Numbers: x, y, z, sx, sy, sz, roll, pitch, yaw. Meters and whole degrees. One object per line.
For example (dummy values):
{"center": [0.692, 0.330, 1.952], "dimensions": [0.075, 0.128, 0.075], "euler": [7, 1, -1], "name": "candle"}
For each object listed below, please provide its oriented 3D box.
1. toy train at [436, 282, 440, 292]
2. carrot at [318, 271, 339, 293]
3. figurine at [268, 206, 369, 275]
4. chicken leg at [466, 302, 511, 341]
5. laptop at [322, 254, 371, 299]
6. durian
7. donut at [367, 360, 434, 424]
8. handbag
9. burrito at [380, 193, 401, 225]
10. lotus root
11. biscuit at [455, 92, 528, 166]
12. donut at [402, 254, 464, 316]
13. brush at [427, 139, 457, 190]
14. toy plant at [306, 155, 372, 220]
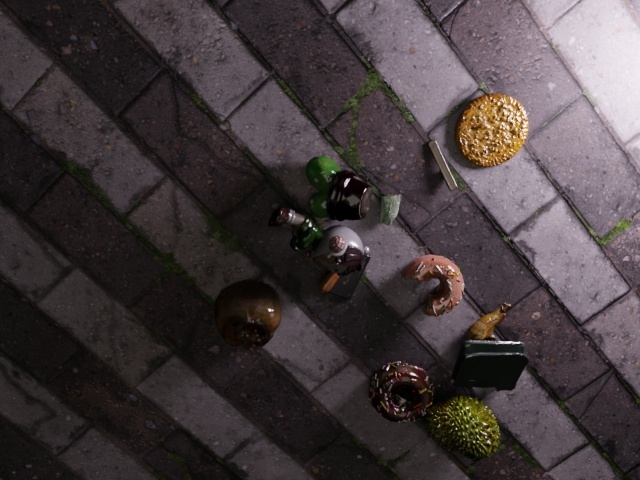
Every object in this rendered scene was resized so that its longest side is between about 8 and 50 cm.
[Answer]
{"center": [0.485, 0.188, 1.791], "dimensions": [0.083, 0.033, 0.053], "euler": [21, 110, -6], "name": "toy train"}
{"center": [0.069, 0.110, 1.742], "dimensions": [0.048, 0.048, 0.216], "euler": [41, 95, -12], "name": "carrot"}
{"center": [0.000, 0.000, 1.627], "dimensions": [0.370, 0.281, 0.167], "euler": [28, 71, -16], "name": "figurine"}
{"center": [0.655, 0.324, 1.808], "dimensions": [0.207, 0.085, 0.101], "euler": [-46, 77, 9], "name": "chicken leg"}
{"center": [0.092, 0.122, 1.773], "dimensions": [0.135, 0.016, 0.197], "euler": [21, 106, -8], "name": "laptop"}
{"center": [0.564, 0.724, 1.854], "dimensions": [0.291, 0.291, 0.225], "euler": [31, 69, -10], "name": "durian"}
{"center": [0.323, 0.611, 1.882], "dimensions": [0.269, 0.103, 0.270], "euler": [0, 108, 0], "name": "donut"}
{"center": [0.647, 0.490, 1.821], "dimensions": [0.247, 0.079, 0.260], "euler": [0, 132, 1], "name": "handbag"}
{"center": [0.250, -0.112, 1.691], "dimensions": [0.074, 0.044, 0.118], "euler": [4, 103, -6], "name": "burrito"}
{"center": [-0.271, 0.294, 1.743], "dimensions": [0.272, 0.192, 0.272], "euler": [-2, 112, -6], "name": "lotus root"}
{"center": [0.588, -0.376, 1.619], "dimensions": [0.254, 0.035, 0.254], "euler": [0, 107, 0], "name": "biscuit"}
{"center": [0.426, 0.162, 1.732], "dimensions": [0.199, 0.085, 0.233], "euler": [-32, 90, 12], "name": "donut"}
{"center": [0.428, -0.264, 1.658], "dimensions": [0.034, 0.027, 0.190], "euler": [-28, 98, 3], "name": "brush"}
{"center": [0.051, -0.167, 1.614], "dimensions": [0.235, 0.175, 0.218], "euler": [17, 114, 20], "name": "toy plant"}
